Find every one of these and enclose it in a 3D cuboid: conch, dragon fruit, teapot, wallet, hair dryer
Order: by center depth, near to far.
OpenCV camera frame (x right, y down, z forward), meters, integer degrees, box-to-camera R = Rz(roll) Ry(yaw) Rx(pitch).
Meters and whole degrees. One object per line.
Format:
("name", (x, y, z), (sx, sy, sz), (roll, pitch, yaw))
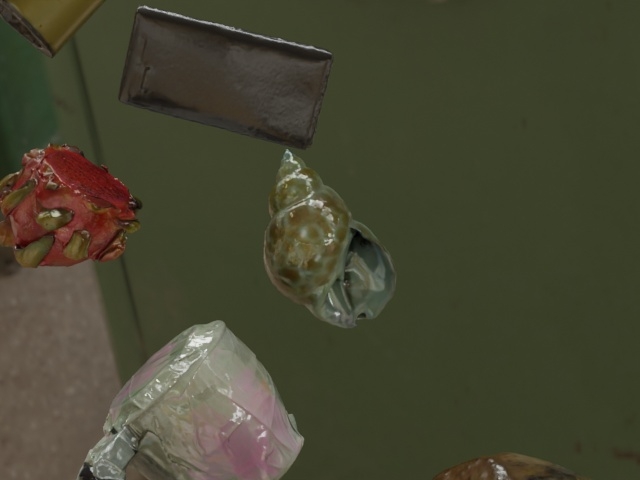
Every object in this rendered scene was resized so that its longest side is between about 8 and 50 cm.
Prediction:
("hair dryer", (-0.219, -0.228, 1.382), (0.135, 0.090, 0.279), (-49, 25, -7))
("teapot", (-0.111, 0.199, 1.773), (0.163, 0.178, 0.221), (-40, 10, 25))
("conch", (-0.001, 0.012, 1.862), (0.116, 0.173, 0.106), (-46, 24, 21))
("dragon fruit", (-0.282, -0.029, 1.922), (0.208, 0.133, 0.150), (-17, 51, 45))
("wallet", (-0.115, -0.196, 2.174), (0.244, 0.124, 0.025), (14, 9, 0))

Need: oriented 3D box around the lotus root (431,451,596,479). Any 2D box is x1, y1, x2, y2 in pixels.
("lotus root", (0.155, 0.317, 1.594), (0.316, 0.250, 0.316), (-31, 35, 25))
